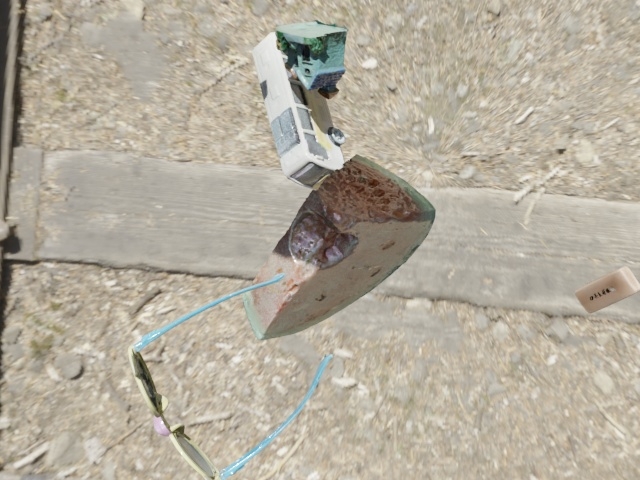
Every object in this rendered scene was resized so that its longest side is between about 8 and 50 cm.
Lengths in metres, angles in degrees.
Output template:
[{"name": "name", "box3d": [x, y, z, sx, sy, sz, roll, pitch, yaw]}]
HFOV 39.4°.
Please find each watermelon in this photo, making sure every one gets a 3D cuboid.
[{"name": "watermelon", "box3d": [0.000, 0.000, 1.291, 0.318, 0.226, 0.148, -37, 67, 3]}]

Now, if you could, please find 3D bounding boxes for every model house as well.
[{"name": "model house", "box3d": [-0.017, -0.344, 1.744, 0.148, 0.119, 0.148, 18, 122, 41]}]

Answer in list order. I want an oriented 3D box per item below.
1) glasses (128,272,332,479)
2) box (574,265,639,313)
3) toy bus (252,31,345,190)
[{"name": "glasses", "box3d": [-0.105, 0.155, 1.041, 0.221, 0.088, 0.189, -36, 98, -28]}, {"name": "box", "box3d": [0.460, 0.081, 1.435, 0.025, 0.115, 0.048, -26, 82, -33]}, {"name": "toy bus", "box3d": [-0.044, -0.277, 1.886, 0.097, 0.138, 0.342, -32, 61, 36]}]
